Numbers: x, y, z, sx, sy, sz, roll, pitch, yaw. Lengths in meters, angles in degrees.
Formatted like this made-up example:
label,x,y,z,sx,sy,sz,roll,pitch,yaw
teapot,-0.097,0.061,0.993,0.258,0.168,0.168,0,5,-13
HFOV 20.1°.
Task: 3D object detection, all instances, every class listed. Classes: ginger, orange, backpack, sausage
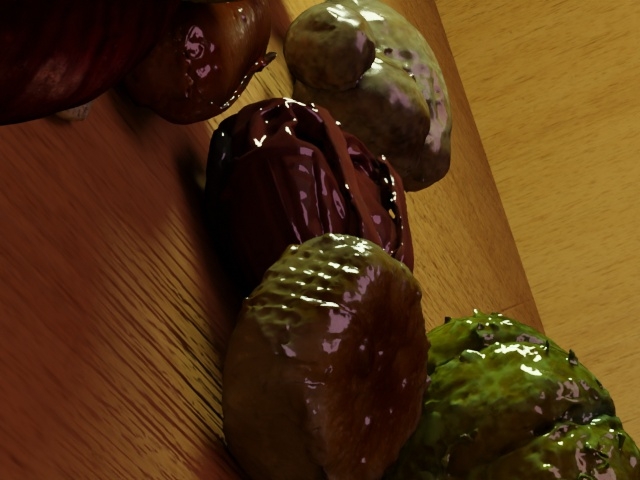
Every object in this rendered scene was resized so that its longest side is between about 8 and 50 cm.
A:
label,x,y,z,sx,sy,sz,roll,pitch,yaw
ginger,0.050,-0.160,1.969,0.304,0.155,0.244,-33,102,-79
orange,0.154,0.219,1.505,0.301,0.223,0.300,58,-7,24
backpack,-0.002,0.001,1.454,0.229,0.139,0.229,-22,90,-78
sausage,-0.095,-0.163,1.454,0.330,0.102,0.102,-63,130,-74

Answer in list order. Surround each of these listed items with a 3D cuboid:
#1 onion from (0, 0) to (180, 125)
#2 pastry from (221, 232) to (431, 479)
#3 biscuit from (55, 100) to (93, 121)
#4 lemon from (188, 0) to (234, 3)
label,x,y,z,sx,sy,sz,roll,pitch,yaw
onion,-0.152,-0.197,0.838,0.273,0.285,0.273,32,46,-40
pastry,0.005,0.095,1.287,0.192,0.093,0.182,-53,138,-43
biscuit,-0.188,-0.146,1.180,0.152,0.020,0.152,-23,90,-80
lemon,-0.087,-0.308,1.277,0.297,0.297,0.297,-23,90,-79
